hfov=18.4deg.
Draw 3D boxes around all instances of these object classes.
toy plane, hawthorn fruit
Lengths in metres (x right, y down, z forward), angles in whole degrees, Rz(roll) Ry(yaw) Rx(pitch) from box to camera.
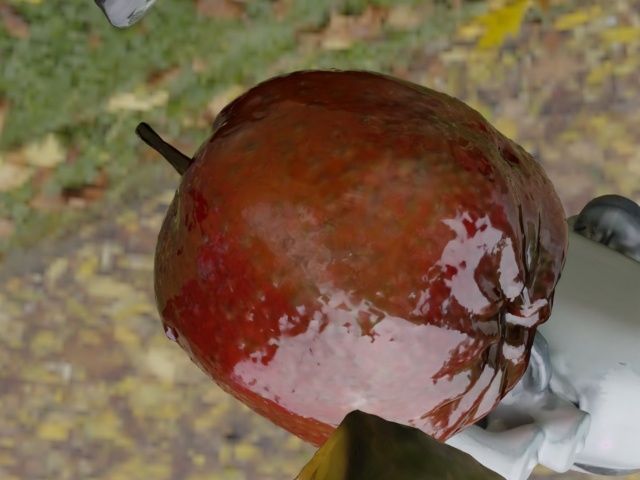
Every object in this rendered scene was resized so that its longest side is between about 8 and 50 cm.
[{"bbox_3d":[0.094,0.046,1.035,0.267,0.267,0.122,4,121,-3],"label":"toy plane"},{"bbox_3d":[0.000,0.000,0.817,0.194,0.157,0.157,27,146,15],"label":"hawthorn fruit"}]

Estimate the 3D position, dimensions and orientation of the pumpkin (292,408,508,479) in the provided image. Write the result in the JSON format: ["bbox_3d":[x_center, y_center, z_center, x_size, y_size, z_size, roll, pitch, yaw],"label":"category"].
[{"bbox_3d":[-0.008,0.207,0.351,0.148,0.169,0.312,20,114,-28],"label":"pumpkin"}]

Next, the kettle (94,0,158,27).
[{"bbox_3d":[-0.063,-0.291,1.014,0.324,0.321,0.228,-32,151,28],"label":"kettle"}]
